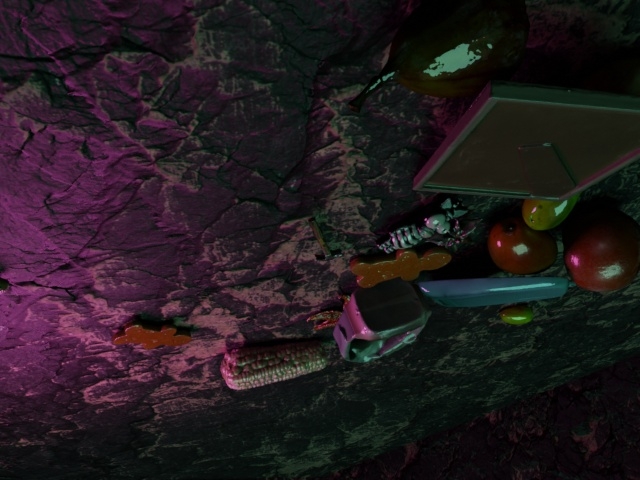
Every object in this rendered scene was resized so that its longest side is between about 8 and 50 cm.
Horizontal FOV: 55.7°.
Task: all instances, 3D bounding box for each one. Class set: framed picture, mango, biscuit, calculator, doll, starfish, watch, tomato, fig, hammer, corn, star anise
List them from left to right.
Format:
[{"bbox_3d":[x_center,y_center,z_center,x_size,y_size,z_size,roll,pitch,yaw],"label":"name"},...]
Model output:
[{"bbox_3d":[-0.435,0.248,1.599,0.205,0.031,0.138,15,140,-39],"label":"biscuit"},{"bbox_3d":[-0.135,0.375,1.841,0.335,0.126,0.126,-3,148,-19],"label":"corn"},{"bbox_3d":[0.000,0.000,1.375,0.062,0.017,0.182,-18,148,7],"label":"hammer"},{"bbox_3d":[0.076,0.216,1.739,0.228,0.043,0.240,-16,144,0],"label":"starfish"},{"bbox_3d":[0.164,0.238,1.657,0.254,0.161,0.241,-14,143,-7],"label":"watch"},{"bbox_3d":[0.204,0.057,1.529,0.250,0.036,0.165,-13,150,7],"label":"biscuit"},{"bbox_3d":[0.225,-0.032,1.358,0.219,0.067,0.091,-32,141,26],"label":"doll"},{"bbox_3d":[0.158,-0.260,0.861,0.274,0.145,0.170,-27,149,-5],"label":"fig"},{"bbox_3d":[0.306,-0.014,1.429,0.129,0.056,0.124,-10,150,-7],"label":"star anise"},{"bbox_3d":[0.470,0.132,1.607,0.387,0.054,0.256,-7,165,20],"label":"calculator"},{"bbox_3d":[0.645,0.246,1.997,0.108,0.056,0.073,3,144,-4],"label":"mango"},{"bbox_3d":[0.510,0.021,1.504,0.146,0.129,0.289,-31,153,32],"label":"mango"},{"bbox_3d":[0.370,-0.149,1.046,0.326,0.028,0.446,5,168,-5],"label":"framed picture"},{"bbox_3d":[0.515,-0.098,1.337,0.119,0.100,0.178,-35,160,-45],"label":"mango"},{"bbox_3d":[0.699,0.022,1.493,0.185,0.208,0.208,-12,153,29],"label":"tomato"},{"bbox_3d":[0.570,-0.268,1.058,0.257,0.159,0.159,-33,149,-4],"label":"fig"}]

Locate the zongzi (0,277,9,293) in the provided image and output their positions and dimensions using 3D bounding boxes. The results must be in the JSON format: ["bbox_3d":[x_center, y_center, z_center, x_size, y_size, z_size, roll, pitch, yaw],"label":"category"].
[{"bbox_3d":[-0.693,0.086,1.236,0.083,0.040,0.076,-9,147,29],"label":"zongzi"}]

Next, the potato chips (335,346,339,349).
[{"bbox_3d":[0.164,0.332,1.982,0.220,0.029,0.202,3,145,-31],"label":"potato chips"}]
